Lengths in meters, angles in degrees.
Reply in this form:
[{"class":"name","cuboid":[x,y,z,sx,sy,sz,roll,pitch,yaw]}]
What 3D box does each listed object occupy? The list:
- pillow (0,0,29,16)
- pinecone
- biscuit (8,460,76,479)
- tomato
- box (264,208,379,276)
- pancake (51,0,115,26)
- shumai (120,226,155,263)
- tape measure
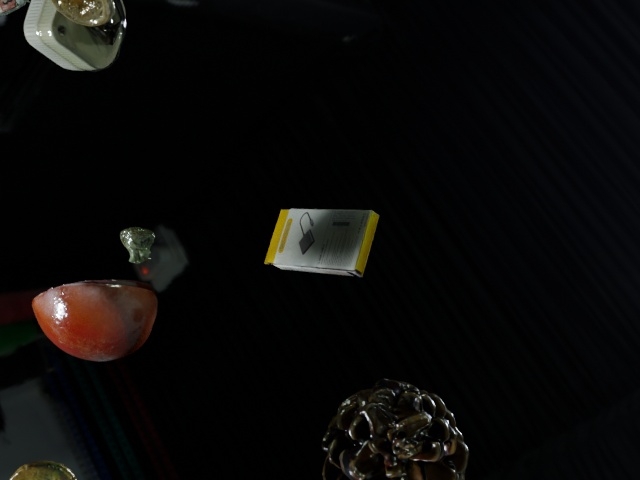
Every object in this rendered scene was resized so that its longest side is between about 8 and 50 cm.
[{"class":"pillow","cuboid":[-0.545,-0.452,1.325,0.128,0.229,0.051,-19,-21,4]},{"class":"pinecone","cuboid":[0.116,0.328,1.271,0.243,0.243,0.257,-23,-45,-25]},{"class":"biscuit","cuboid":[-0.533,0.489,1.459,0.247,0.118,0.029,-52,24,12]},{"class":"tomato","cuboid":[-0.380,0.145,1.369,0.199,0.112,0.228,2,-23,-23]},{"class":"box","cuboid":[0.000,0.000,1.611,0.247,0.129,0.033,4,-18,43]},{"class":"pancake","cuboid":[-0.494,-0.497,1.665,0.152,0.151,0.025,118,171,-60]},{"class":"shumai","cuboid":[-0.445,0.016,1.970,0.083,0.081,0.082,6,-26,-10]},{"class":"tape measure","cuboid":[-0.536,-0.532,1.873,0.132,0.271,0.231,3,-15,27]}]
